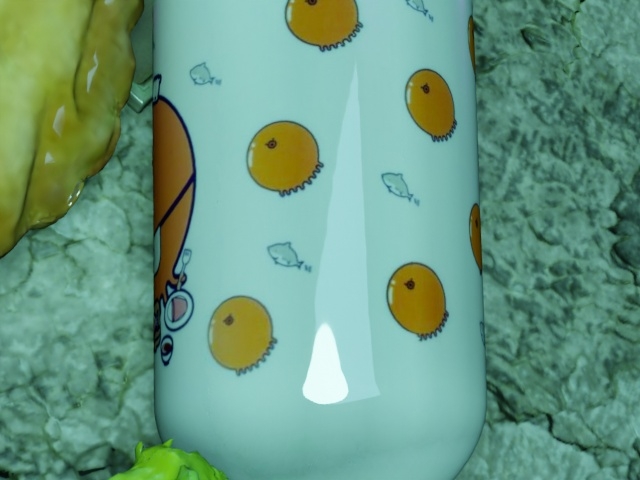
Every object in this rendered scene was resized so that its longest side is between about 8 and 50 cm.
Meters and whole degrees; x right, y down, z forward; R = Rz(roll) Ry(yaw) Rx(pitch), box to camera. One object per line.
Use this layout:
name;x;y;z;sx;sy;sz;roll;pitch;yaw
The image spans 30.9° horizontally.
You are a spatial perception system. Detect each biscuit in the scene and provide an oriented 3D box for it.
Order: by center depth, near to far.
biscuit;-0.242;-0.135;0.671;0.326;0.107;0.326;-9;101;-58

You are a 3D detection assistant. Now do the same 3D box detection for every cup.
cup;0.000;0.000;0.731;0.212;0.212;0.317;3;74;-20

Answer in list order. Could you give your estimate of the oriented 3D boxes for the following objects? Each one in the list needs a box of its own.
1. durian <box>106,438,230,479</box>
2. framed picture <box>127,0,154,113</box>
durian;-0.097;0.286;0.611;0.256;0.204;0.339;-33;112;-10
framed picture;-0.117;-0.261;0.870;0.211;0.020;0.289;43;65;-4
